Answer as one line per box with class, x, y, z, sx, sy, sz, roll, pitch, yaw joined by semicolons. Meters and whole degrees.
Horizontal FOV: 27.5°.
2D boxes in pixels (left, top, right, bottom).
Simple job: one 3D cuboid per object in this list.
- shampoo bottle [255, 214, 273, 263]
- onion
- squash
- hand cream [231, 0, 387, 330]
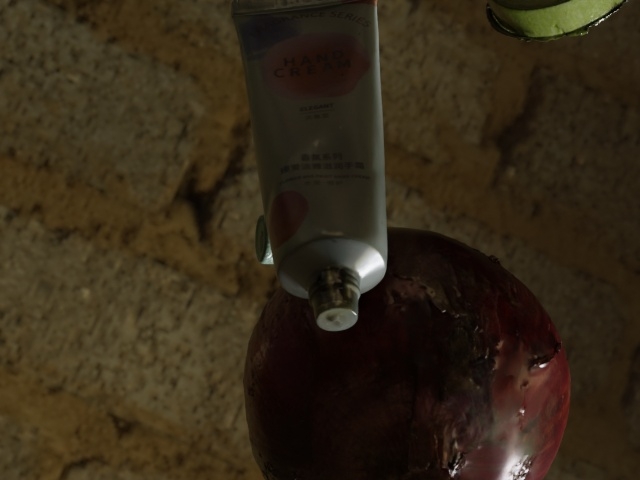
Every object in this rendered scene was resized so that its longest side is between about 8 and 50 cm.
shampoo bottle;0.000;0.000;1.866;0.190;0.069;0.041;1;174;-27
onion;0.068;0.125;1.069;0.276;0.276;0.276;23;173;3
squash;0.291;-0.353;1.616;0.220;0.220;0.133;18;158;38
hand cream;-0.001;-0.079;1.004;0.124;0.341;0.078;-7;144;1
